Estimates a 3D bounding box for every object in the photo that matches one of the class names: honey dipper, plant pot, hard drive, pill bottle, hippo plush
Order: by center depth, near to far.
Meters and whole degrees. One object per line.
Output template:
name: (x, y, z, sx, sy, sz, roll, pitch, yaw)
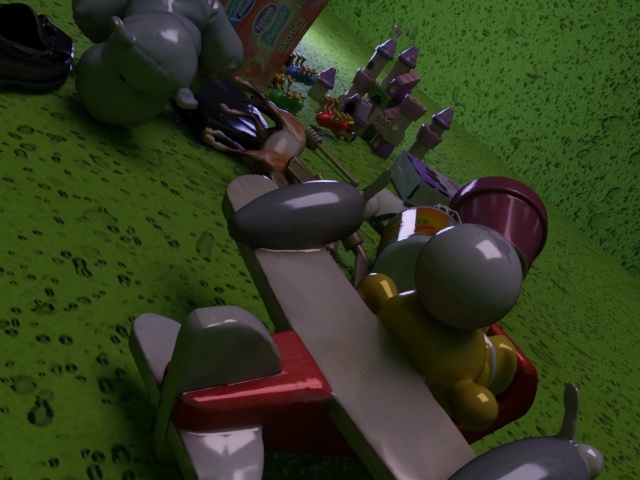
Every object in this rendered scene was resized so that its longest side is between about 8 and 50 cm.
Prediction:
hippo plush: (-0.202, -0.253, 1.048, 0.234, 0.294, 0.236, 40, 33, -38)
pill bottle: (0.154, 0.026, 1.175, 0.136, 0.136, 0.245, 36, 19, -4)
hard drive: (-0.176, -0.226, 1.297, 0.172, 0.054, 0.254, 19, 27, -41)
plant pot: (0.336, 0.002, 1.490, 0.201, 0.201, 0.180, 35, 34, -8)
honey dipper: (0.023, -0.163, 1.542, 0.160, 0.030, 0.030, 47, 21, 17)

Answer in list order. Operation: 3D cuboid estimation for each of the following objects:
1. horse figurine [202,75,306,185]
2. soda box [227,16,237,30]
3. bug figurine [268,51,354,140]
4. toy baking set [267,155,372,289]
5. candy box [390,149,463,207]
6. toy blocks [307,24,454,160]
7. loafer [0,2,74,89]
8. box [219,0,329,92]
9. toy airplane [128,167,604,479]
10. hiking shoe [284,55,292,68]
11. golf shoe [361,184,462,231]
horse figurine: (-0.084, -0.147, 1.157, 0.174, 0.066, 0.263, 33, 36, -16)
soda box: (-0.197, -0.350, 1.387, 0.071, 0.067, 0.210, 17, -2, -9)
bug figurine: (-0.047, -0.338, 1.746, 0.216, 0.072, 0.279, 11, 36, -38)
toy baking set: (0.003, -0.002, 1.071, 0.256, 0.030, 0.197, 59, 28, 6)
candy box: (0.264, -0.104, 1.757, 0.196, 0.070, 0.165, 28, 21, -23)
toy blocks: (0.164, -0.379, 1.926, 0.309, 0.260, 0.288, 20, 26, -41)
loafer: (-0.373, -0.245, 0.937, 0.109, 0.095, 0.302, 37, 19, -2)
box: (-0.118, -0.473, 1.588, 0.142, 0.300, 0.154, 17, 29, -48)
toy airplane: (0.046, 0.090, 0.638, 0.386, 0.272, 0.384, 37, 20, -2)
hiking shoe: (-0.123, -0.467, 1.836, 0.227, 0.114, 0.086, -1, 52, -57)
golf shoe: (0.187, -0.028, 1.385, 0.273, 0.120, 0.105, 46, 23, 28)
